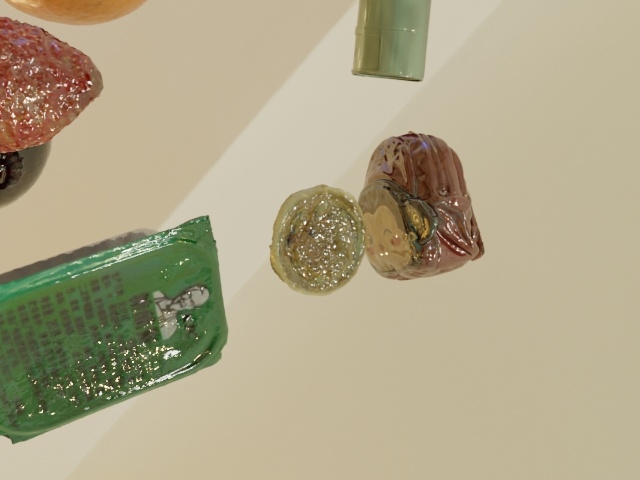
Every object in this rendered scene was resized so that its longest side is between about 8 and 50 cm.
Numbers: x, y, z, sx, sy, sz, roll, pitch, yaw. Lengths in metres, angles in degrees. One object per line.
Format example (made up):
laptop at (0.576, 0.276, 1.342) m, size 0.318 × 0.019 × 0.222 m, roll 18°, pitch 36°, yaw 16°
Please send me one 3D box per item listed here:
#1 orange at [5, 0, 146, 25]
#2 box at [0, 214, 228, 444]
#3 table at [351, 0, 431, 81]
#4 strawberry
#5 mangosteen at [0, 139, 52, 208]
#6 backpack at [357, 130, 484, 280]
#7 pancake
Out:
orange at (-0.386, -0.546, 1.332) m, size 0.424 × 0.326 × 0.424 m, roll 21°, pitch -52°, yaw 30°
box at (-0.298, 0.096, 1.115) m, size 0.337 × 0.264 × 0.106 m, roll -20°, pitch -137°, yaw -21°
table at (0.123, -0.384, 1.448) m, size 0.126 × 0.126 × 0.220 m, roll 10°, pitch -81°, yaw 23°
strawberry at (-0.280, -0.140, 0.759) m, size 0.148 × 0.131 × 0.131 m, roll -3°, pitch -99°, yaw 11°
mangosteen at (-0.492, -0.163, 1.186) m, size 0.228 × 0.228 × 0.265 m, roll -46°, pitch -132°, yaw 10°
backpack at (0.138, -0.052, 1.254) m, size 0.229 × 0.139 × 0.229 m, roll 173°, pitch -90°, yaw -66°
pancake at (0.000, 0.000, 1.007) m, size 0.022 × 0.139 × 0.139 m, roll 19°, pitch -90°, yaw 54°
